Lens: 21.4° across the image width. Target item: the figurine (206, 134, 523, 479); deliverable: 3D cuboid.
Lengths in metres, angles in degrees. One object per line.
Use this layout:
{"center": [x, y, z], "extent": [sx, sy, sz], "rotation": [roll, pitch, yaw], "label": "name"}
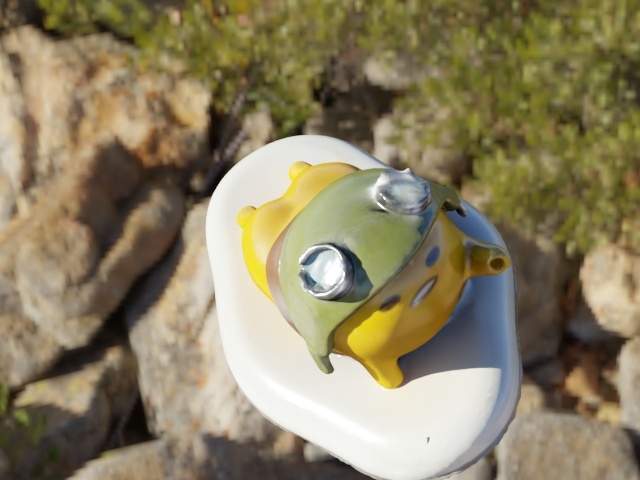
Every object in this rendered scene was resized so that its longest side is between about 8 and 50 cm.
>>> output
{"center": [0.000, 0.000, 0.896], "extent": [0.166, 0.141, 0.250], "rotation": [-42, 53, -7], "label": "figurine"}
